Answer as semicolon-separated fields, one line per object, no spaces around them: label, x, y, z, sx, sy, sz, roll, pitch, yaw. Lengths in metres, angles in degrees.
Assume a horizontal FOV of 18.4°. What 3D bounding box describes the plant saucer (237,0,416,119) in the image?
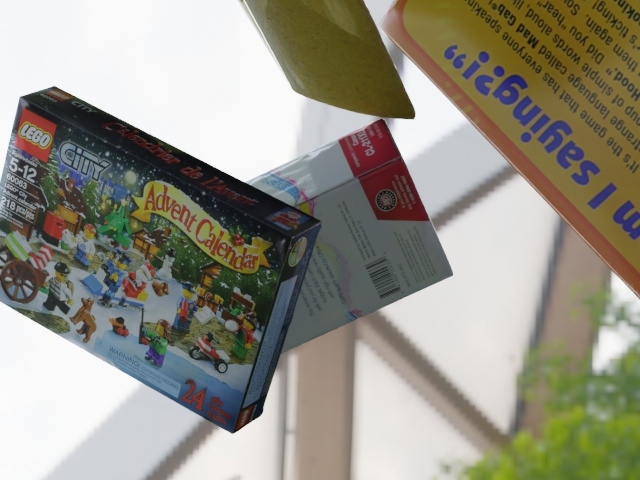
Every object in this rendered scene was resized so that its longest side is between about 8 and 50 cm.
plant saucer;-0.067;-0.273;1.546;0.333;0.081;0.333;60;-179;37

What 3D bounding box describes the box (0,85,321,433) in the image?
box;-0.126;0.011;1.383;0.044;0.233;0.159;-29;-39;-57

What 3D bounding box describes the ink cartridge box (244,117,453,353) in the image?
ink cartridge box;0.000;0.000;1.582;0.072;0.175;0.127;-111;-4;-55

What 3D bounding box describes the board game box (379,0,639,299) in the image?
board game box;0.328;-0.157;1.073;0.356;0.356;0.356;-18;-32;-46
